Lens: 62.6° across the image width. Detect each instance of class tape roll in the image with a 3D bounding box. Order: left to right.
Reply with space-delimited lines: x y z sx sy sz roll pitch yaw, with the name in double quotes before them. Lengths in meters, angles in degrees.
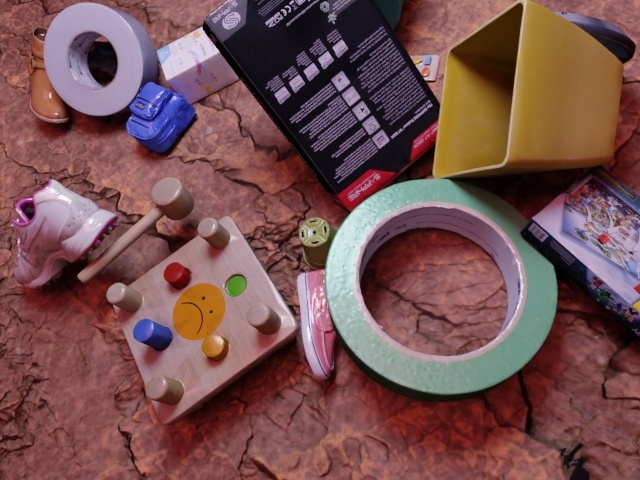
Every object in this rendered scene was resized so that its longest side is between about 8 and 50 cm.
"tape roll" -0.455 -0.372 1.095 0.219 0.072 0.219 3 107 9
"tape roll" 0.167 0.065 0.766 0.321 0.077 0.321 -2 66 4

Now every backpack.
"backpack" -0.333 -0.248 1.059 0.098 0.101 0.120 26 81 31

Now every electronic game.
"electronic game" 0.358 -0.301 0.816 0.229 0.229 0.048 15 100 21

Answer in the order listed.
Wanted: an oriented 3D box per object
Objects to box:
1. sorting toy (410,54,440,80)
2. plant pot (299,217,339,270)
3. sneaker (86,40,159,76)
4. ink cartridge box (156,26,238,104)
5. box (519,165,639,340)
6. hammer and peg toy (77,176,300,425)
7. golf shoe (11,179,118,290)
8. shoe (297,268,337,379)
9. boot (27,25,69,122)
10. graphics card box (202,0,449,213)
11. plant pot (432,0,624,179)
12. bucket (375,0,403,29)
"sorting toy" 0.186 -0.313 0.981 0.062 0.012 0.083 8 71 19
"plant pot" 0.000 0.000 0.871 0.083 0.079 0.083 -6 67 13
"sneaker" -0.459 -0.407 1.170 0.221 0.087 0.083 16 109 5
"ink cartridge box" -0.244 -0.366 1.086 0.143 0.090 0.092 -27 64 5
"box" 0.416 0.018 0.718 0.159 0.044 0.233 -35 70 -22
"hammer and peg toy" -0.225 0.086 0.877 0.266 0.127 0.361 -37 60 -1
"golf shoe" -0.485 -0.009 0.936 0.306 0.140 0.115 -27 29 35
"shoe" 0.016 0.123 0.824 0.081 0.063 0.178 -17 60 13
"boot" -0.600 -0.362 1.154 0.197 0.073 0.152 50 132 29
"graphics card box" 0.018 -0.257 0.840 0.233 0.371 0.094 -40 20 -1
"plant pot" 0.304 -0.189 0.765 0.187 0.212 0.212 6 90 -13
"bucket" 0.039 -0.505 0.967 0.281 0.281 0.183 6 75 18
